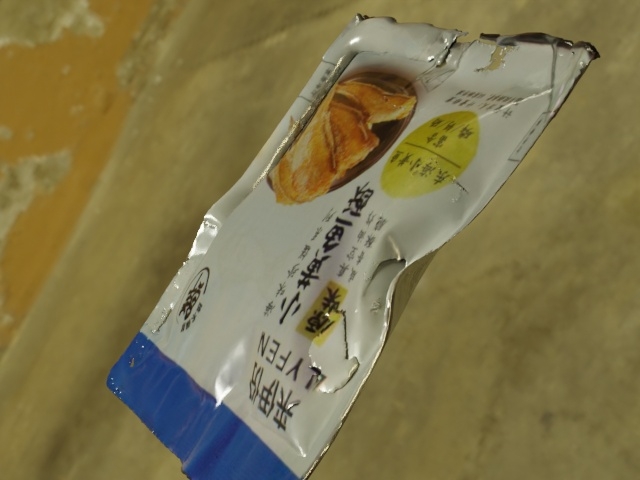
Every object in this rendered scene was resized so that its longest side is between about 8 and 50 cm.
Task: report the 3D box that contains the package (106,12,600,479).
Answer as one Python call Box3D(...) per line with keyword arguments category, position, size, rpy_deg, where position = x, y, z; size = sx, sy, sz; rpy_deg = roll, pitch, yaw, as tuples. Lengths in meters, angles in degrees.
Box3D(category="package", position=(0.000, 0.000, 0.469), size=(0.173, 0.027, 0.171), rpy_deg=(-54, 26, -5))
